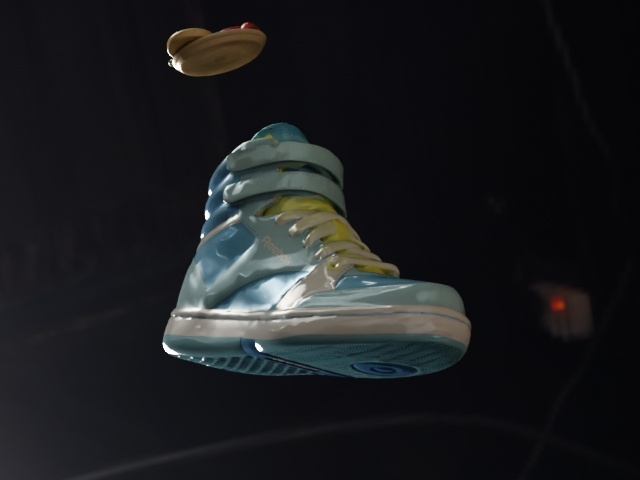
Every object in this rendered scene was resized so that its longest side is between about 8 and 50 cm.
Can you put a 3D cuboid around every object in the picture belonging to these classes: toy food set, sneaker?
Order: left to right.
[{"bbox_3d":[-0.086,-0.158,1.453,0.083,0.020,0.082,-16,166,-4],"label":"toy food set"},{"bbox_3d":[0.000,0.000,1.405,0.127,0.208,0.319,21,163,-41],"label":"sneaker"}]
